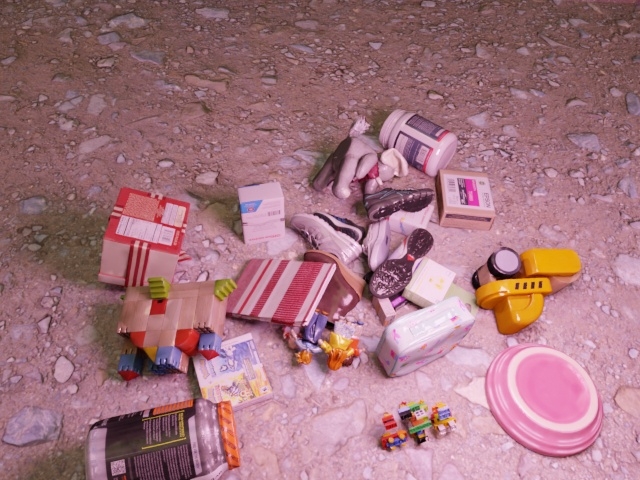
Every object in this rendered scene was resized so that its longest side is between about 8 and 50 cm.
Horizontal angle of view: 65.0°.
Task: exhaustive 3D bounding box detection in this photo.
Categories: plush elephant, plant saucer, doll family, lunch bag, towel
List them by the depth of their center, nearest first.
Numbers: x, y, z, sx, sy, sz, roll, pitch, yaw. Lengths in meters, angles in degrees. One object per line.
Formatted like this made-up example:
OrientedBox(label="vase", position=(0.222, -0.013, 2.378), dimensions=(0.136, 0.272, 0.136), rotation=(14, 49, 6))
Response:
OrientedBox(label="plant saucer", position=(0.648, 0.436, 1.439), dimensions=(0.331, 0.084, 0.332), rotation=(2, 50, -2))
OrientedBox(label="lunch bag", position=(0.305, 0.272, 1.458), dimensions=(0.279, 0.224, 0.108), rotation=(-21, 56, -19))
OrientedBox(label="doll family", position=(0.003, 0.291, 1.472), dimensions=(0.262, 0.118, 0.163), rotation=(16, 83, 9))
OrientedBox(label="towel", position=(-0.134, 0.154, 1.564), dimensions=(0.328, 0.037, 0.237), rotation=(2, 47, 31))
OrientedBox(label="plush elephant", position=(0.167, -0.266, 1.897), dimensions=(0.255, 0.271, 0.330), rotation=(29, 84, -25))

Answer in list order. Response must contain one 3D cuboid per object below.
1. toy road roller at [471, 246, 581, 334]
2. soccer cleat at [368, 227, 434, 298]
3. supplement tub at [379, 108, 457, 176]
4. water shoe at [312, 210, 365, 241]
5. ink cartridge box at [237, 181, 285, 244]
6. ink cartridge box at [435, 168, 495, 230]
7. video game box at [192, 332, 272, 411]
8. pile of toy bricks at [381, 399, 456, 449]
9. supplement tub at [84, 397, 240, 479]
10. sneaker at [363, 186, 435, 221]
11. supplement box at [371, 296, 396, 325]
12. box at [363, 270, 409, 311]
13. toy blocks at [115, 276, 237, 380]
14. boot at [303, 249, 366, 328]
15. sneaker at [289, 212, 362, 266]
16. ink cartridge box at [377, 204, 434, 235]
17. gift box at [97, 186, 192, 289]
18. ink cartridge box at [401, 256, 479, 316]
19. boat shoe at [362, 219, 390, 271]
OrientedBox(label="toy road roller", position=(0.658, 0.165, 1.596), dimensions=(0.329, 0.203, 0.241), rotation=(-2, 66, -5))
OrientedBox(label="soccer cleat", position=(0.257, 0.088, 1.651), dimensions=(0.108, 0.116, 0.318), rotation=(41, 59, 5))
OrientedBox(label="supplement tub", position=(0.394, -0.398, 2.030), dimensions=(0.272, 0.191, 0.191), rotation=(35, 57, 22))
OrientedBox(label="water shoe", position=(0.064, -0.051, 1.820), dimensions=(0.203, 0.073, 0.080), rotation=(28, 27, 20))
OrientedBox(label="ink cartridge box", position=(-0.203, -0.092, 1.736), dimensions=(0.148, 0.203, 0.086), rotation=(-10, 50, -12))
OrientedBox(label="ink cartridge box", position=(0.547, -0.158, 1.913), dimensions=(0.193, 0.088, 0.235), rotation=(4, 50, 1))
OrientedBox(label="video game box", position=(-0.257, 0.385, 1.445), dimensions=(0.186, 0.048, 0.205), rotation=(-18, 54, -14))
OrientedBox(label="pile of toy bricks", position=(0.254, 0.480, 1.377), dimensions=(0.212, 0.118, 0.105), rotation=(-17, 21, -6))
OrientedBox(label="supplement tub", position=(-0.375, 0.511, 1.231), dimensions=(0.337, 0.207, 0.207), rotation=(-9, 52, -11))
OrientedBox(label="sneaker", position=(0.279, -0.153, 1.788), dimensions=(0.267, 0.101, 0.106), rotation=(-13, 50, -13))
OrientedBox(label="supplement box", position=(0.201, 0.214, 1.603), dimensions=(0.036, 0.062, 0.099), rotation=(-12, 53, -15))
OrientedBox(label="box", position=(0.237, 0.150, 1.679), dimensions=(0.116, 0.029, 0.162), rotation=(-29, 57, -25))
OrientedBox(label="toy blocks", position=(-0.430, 0.261, 1.438), dimensions=(0.380, 0.191, 0.261), rotation=(-6, 58, 11))
OrientedBox(label="boot", position=(0.007, 0.150, 1.623), dimensions=(0.248, 0.090, 0.207), rotation=(30, 53, 15))
OrientedBox(label="sneaker", position=(0.000, 0.000, 1.734), dimensions=(0.281, 0.105, 0.115), rotation=(29, 74, 20))
OrientedBox(label="ink cartridge box", position=(0.314, -0.090, 1.850), dimensions=(0.175, 0.072, 0.128), rotation=(21, 52, 13))
OrientedBox(label="gift box", position=(-0.540, 0.026, 1.592), dimensions=(0.276, 0.258, 0.255), rotation=(18, 47, -14))
OrientedBox(label="ink cartridge box", position=(0.404, 0.173, 1.633), dimensions=(0.235, 0.056, 0.171), rotation=(29, 48, 15))
OrientedBox(label="boat shoe", position=(0.187, 0.023, 1.736), dimensions=(0.084, 0.095, 0.258), rotation=(-8, 29, 22))
